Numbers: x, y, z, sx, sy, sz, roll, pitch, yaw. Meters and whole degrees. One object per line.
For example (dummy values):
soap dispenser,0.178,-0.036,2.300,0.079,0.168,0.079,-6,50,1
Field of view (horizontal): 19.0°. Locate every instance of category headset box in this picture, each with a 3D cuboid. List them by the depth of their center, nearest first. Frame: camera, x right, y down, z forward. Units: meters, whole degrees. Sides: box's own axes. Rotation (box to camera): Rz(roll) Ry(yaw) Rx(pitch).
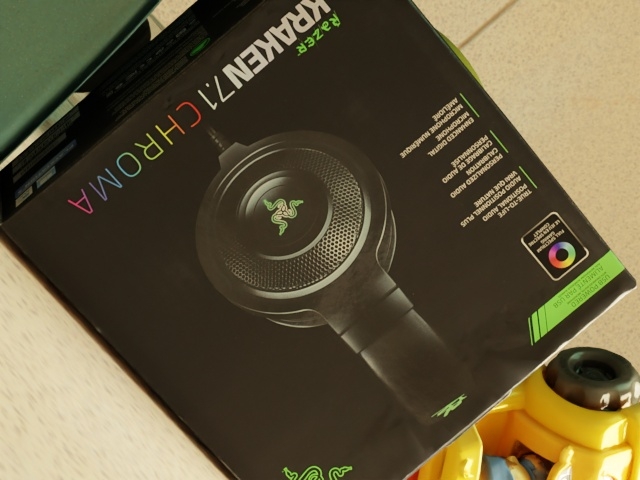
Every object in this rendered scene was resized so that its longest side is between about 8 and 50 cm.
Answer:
headset box,0.000,0.000,1.084,0.283,0.246,0.131,50,3,-19

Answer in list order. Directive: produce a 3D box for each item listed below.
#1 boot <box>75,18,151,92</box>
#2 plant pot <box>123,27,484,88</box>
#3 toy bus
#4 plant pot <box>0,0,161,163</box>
boot,-0.266,-0.287,1.424,0.348,0.131,0.260,53,12,-49
plant pot,-0.041,-0.070,1.494,0.275,0.275,0.293,51,19,19
toy bus,0.096,0.142,1.319,0.211,0.149,0.220,-15,35,-41
plant pot,-0.154,-0.170,1.041,0.165,0.234,0.165,50,3,-6
